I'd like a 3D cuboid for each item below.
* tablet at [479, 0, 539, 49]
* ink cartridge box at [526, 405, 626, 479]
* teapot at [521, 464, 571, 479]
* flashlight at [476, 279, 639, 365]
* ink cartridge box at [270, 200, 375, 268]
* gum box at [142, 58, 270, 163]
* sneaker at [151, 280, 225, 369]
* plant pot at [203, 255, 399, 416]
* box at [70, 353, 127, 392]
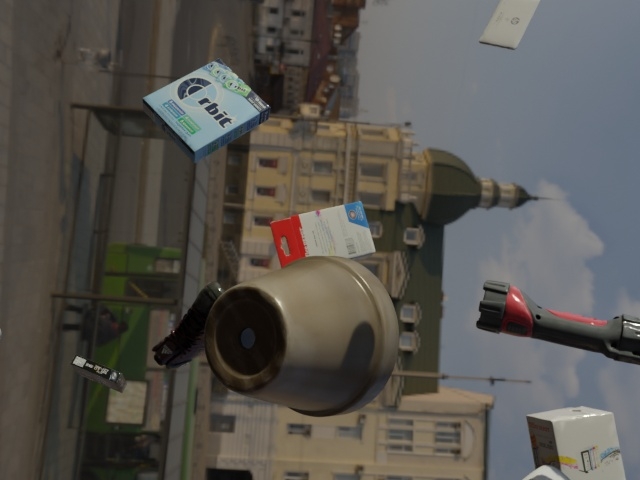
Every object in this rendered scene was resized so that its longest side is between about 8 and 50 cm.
[{"bbox_3d":[0.256,-0.298,0.893,0.083,0.054,0.006,-62,150,-9],"label":"tablet"},{"bbox_3d":[0.658,0.561,1.702,0.171,0.168,0.232,117,-34,-79],"label":"ink cartridge box"},{"bbox_3d":[0.443,0.586,1.301,0.187,0.256,0.252,46,-18,32],"label":"teapot"},{"bbox_3d":[0.448,0.149,1.214,0.103,0.304,0.103,13,87,-74],"label":"flashlight"},{"bbox_3d":[0.000,0.000,1.577,0.078,0.231,0.134,132,-55,-73],"label":"ink cartridge box"},{"bbox_3d":[-0.217,-0.252,1.264,0.184,0.157,0.041,-37,163,-26],"label":"gum box"},{"bbox_3d":[-0.272,0.201,1.385,0.106,0.163,0.281,50,-31,17],"label":"sneaker"},{"bbox_3d":[-0.055,0.178,1.237,0.280,0.323,0.323,12,81,-57],"label":"plant pot"},{"bbox_3d":[-0.364,0.219,1.083,0.067,0.083,0.018,107,6,-62],"label":"box"}]
